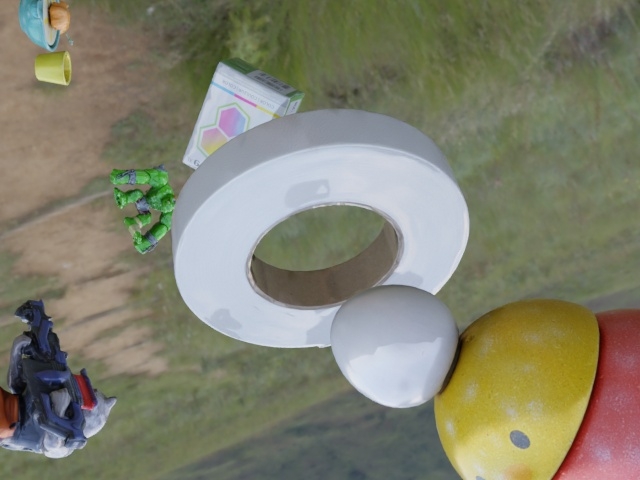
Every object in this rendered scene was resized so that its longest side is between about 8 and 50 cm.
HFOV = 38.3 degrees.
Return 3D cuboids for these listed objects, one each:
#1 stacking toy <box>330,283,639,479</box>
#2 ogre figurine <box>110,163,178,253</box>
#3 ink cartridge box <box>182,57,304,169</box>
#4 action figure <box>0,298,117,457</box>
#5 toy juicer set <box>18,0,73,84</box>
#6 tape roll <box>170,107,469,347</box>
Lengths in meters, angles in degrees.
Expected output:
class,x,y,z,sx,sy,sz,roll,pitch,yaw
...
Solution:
class,x,y,z,sx,sy,sz,roll,pitch,yaw
stacking toy,0.231,0.174,0.894,0.480,0.350,0.350,21,158,0
ogre figurine,-0.353,-0.078,1.890,0.118,0.197,0.097,-30,-161,-23
ink cartridge box,-0.115,-0.129,1.250,0.209,0.109,0.062,-65,170,23
action figure,-0.490,0.241,1.440,0.330,0.341,0.178,10,118,-25
toy juicer set,-0.523,-0.465,1.773,0.089,0.209,0.329,2,157,-1
tape roll,0.000,0.000,1.201,0.392,0.072,0.392,-8,138,-8
